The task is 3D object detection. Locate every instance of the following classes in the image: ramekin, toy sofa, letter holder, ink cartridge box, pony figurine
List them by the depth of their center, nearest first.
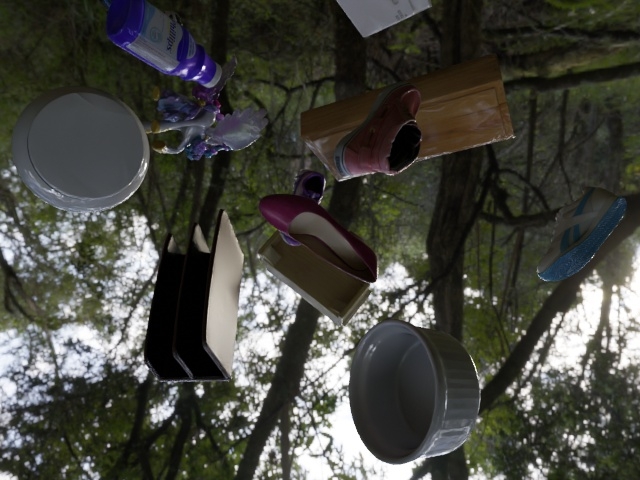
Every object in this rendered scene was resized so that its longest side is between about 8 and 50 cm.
[{"bbox_3d":[0.189,0.303,1.084,0.135,0.277,0.277,11,-171,-31],"label":"ramekin"},{"bbox_3d":[-0.261,0.107,1.086,0.152,0.214,0.301,-2,-123,3],"label":"letter holder"},{"bbox_3d":[0.118,-0.609,1.160,0.168,0.232,0.171,-17,157,26],"label":"ink cartridge box"},{"bbox_3d":[-0.019,0.110,1.738,0.363,0.177,0.150,37,-104,14],"label":"toy sofa"},{"bbox_3d":[-0.381,-0.401,1.743,0.364,0.302,0.351,-4,155,-44],"label":"pony figurine"}]

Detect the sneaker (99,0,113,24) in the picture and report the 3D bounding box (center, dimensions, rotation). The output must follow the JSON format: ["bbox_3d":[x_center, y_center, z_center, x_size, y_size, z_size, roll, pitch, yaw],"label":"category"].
[{"bbox_3d":[-0.608,-0.656,1.583,0.078,0.067,0.188,-9,159,5],"label":"sneaker"}]

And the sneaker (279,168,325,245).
[{"bbox_3d":[-0.045,-0.100,1.522,0.095,0.236,0.105,22,167,-24],"label":"sneaker"}]

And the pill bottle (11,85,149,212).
[{"bbox_3d":[-0.463,-0.169,1.030,0.229,0.228,0.408,-15,-168,-25],"label":"pill bottle"}]

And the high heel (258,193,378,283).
[{"bbox_3d":[0.000,0.000,0.959,0.244,0.082,0.117,32,-160,-28],"label":"high heel"}]

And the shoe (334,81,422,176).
[{"bbox_3d":[0.097,-0.138,0.657,0.081,0.063,0.178,9,-133,42],"label":"shoe"}]

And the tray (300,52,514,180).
[{"bbox_3d":[0.186,-0.246,1.146,0.411,0.076,0.203,-11,153,23],"label":"tray"}]

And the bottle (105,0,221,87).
[{"bbox_3d":[-0.350,-0.446,1.234,0.092,0.118,0.283,-9,161,33],"label":"bottle"}]

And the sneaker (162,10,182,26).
[{"bbox_3d":[-0.450,-0.601,1.609,0.071,0.169,0.068,20,-150,34],"label":"sneaker"}]

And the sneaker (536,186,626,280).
[{"bbox_3d":[0.537,-0.012,1.136,0.228,0.087,0.092,-50,-139,5],"label":"sneaker"}]
